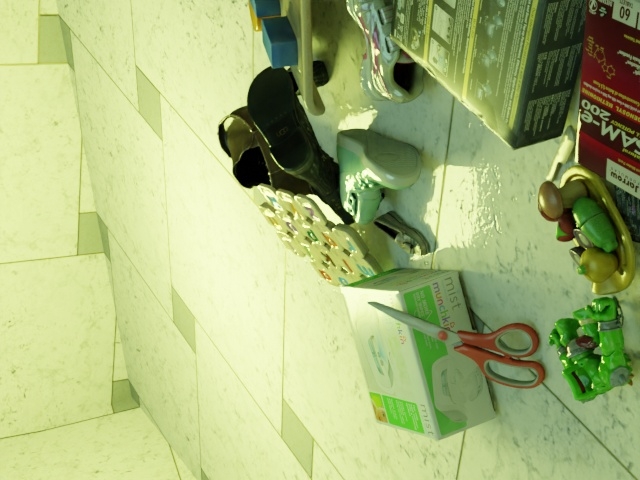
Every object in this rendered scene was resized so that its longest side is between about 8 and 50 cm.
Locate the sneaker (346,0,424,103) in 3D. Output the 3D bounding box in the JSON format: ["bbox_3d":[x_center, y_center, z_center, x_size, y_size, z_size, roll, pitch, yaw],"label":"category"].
[{"bbox_3d":[0.116,-0.320,1.804,0.111,0.103,0.252,34,145,50],"label":"sneaker"}]

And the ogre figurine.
[{"bbox_3d":[0.368,0.155,1.617,0.197,0.097,0.118,-36,63,53],"label":"ogre figurine"}]

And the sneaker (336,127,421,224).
[{"bbox_3d":[0.102,-0.090,1.991,0.256,0.094,0.151,-138,41,-63],"label":"sneaker"}]

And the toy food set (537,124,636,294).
[{"bbox_3d":[0.330,-0.025,1.559,0.128,0.071,0.218,109,141,-62],"label":"toy food set"}]

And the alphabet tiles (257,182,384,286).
[{"bbox_3d":[0.000,0.000,2.215,0.284,0.021,0.278,17,149,49],"label":"alphabet tiles"}]

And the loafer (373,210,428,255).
[{"bbox_3d":[0.138,-0.006,2.046,0.125,0.039,0.045,44,144,45],"label":"loafer"}]

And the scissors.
[{"bbox_3d":[0.209,0.164,1.862,0.297,0.021,0.109,8,114,24],"label":"scissors"}]

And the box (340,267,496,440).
[{"bbox_3d":[0.167,0.187,2.030,0.231,0.127,0.262,2,108,66],"label":"box"}]

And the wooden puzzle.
[{"bbox_3d":[-0.075,-0.424,1.998,0.322,0.080,0.348,-111,10,-51],"label":"wooden puzzle"}]

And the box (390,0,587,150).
[{"bbox_3d":[0.222,-0.366,1.536,0.318,0.097,0.395,51,148,41],"label":"box"}]

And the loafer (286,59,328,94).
[{"bbox_3d":[-0.048,-0.297,2.195,0.170,0.061,0.062,-12,98,67],"label":"loafer"}]

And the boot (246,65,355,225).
[{"bbox_3d":[-0.028,-0.166,2.129,0.229,0.091,0.263,41,-152,-56],"label":"boot"}]

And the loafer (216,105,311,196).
[{"bbox_3d":[-0.127,-0.177,2.367,0.366,0.130,0.134,31,134,55],"label":"loafer"}]

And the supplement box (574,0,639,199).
[{"bbox_3d":[0.372,-0.181,1.386,0.130,0.073,0.239,40,143,48],"label":"supplement box"}]

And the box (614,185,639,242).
[{"bbox_3d":[0.402,-0.038,1.493,0.067,0.018,0.083,25,130,58],"label":"box"}]
